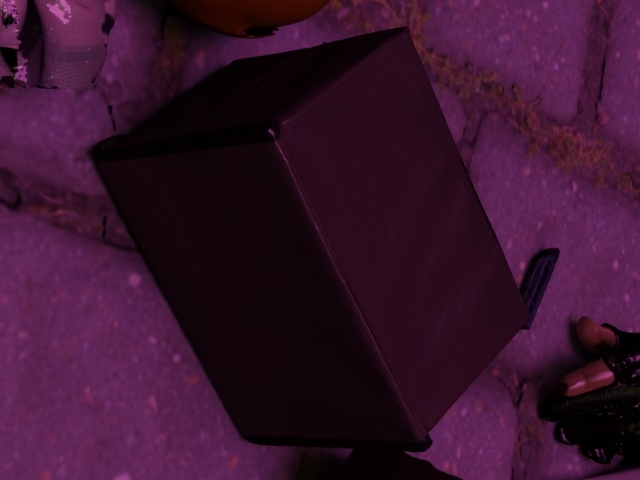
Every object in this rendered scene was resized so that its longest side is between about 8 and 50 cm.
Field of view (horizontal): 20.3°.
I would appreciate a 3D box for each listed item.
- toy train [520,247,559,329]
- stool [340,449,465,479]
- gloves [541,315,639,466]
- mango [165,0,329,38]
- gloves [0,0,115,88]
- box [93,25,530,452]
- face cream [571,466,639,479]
[{"bbox_3d":[0.183,0.038,1.527,0.017,0.017,0.083,40,61,-30],"label":"toy train"},{"bbox_3d":[0.109,0.277,1.289,0.272,0.272,0.178,34,78,-41],"label":"stool"},{"bbox_3d":[0.277,0.134,1.560,0.181,0.106,0.129,9,85,-50],"label":"gloves"},{"bbox_3d":[-0.065,-0.234,1.193,0.166,0.136,0.236,-55,132,-14],"label":"mango"},{"bbox_3d":[-0.177,-0.199,1.091,0.128,0.111,0.212,0,96,-14],"label":"gloves"},{"bbox_3d":[0.000,0.000,1.216,0.153,0.188,0.252,-44,118,-37],"label":"box"},{"bbox_3d":[0.291,0.236,1.615,0.244,0.058,0.092,-11,100,-40],"label":"face cream"}]
